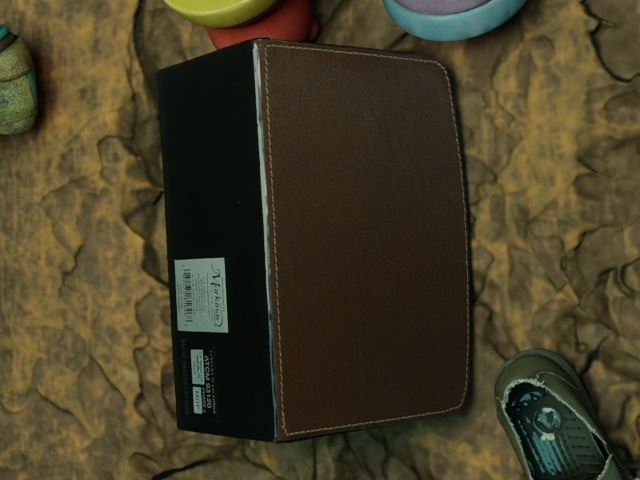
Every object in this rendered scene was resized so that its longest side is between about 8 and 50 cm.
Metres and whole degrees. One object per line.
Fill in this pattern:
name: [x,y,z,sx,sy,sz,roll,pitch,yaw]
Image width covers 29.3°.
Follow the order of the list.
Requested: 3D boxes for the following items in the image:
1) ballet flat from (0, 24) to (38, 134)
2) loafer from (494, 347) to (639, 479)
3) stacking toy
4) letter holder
ballet flat: [-0.425,-0.131,1.201,0.349,0.123,0.123,-3,88,23]
loafer: [0.204,0.203,0.950,0.094,0.087,0.251,-36,77,17]
stacking toy: [0.036,-0.278,1.046,0.309,0.130,0.279,-3,61,19]
letter holder: [0.000,0.000,1.018,0.152,0.214,0.301,-5,88,53]
